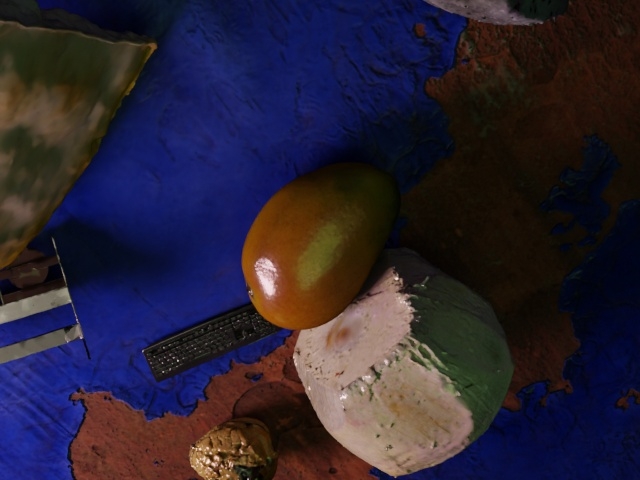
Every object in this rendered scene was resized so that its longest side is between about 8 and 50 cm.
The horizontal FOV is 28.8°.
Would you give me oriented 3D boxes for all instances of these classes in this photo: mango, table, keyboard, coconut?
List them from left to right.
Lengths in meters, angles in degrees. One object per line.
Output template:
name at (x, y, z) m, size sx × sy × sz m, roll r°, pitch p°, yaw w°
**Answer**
table at (-0.393, 0.093, 1.611) m, size 0.146 × 0.062 × 0.175 m, roll -17°, pitch 92°, yaw -12°
keyboard at (-0.152, 0.143, 1.773) m, size 0.197 × 0.015 × 0.074 m, roll -22°, pitch 126°, yaw -8°
mango at (-0.007, 0.000, 1.674) m, size 0.176 × 0.139 × 0.254 m, roll 23°, pitch 101°, yaw -33°
coconut at (0.126, 0.178, 1.745) m, size 0.255 × 0.297 × 0.297 m, roll 37°, pitch 101°, yaw -24°

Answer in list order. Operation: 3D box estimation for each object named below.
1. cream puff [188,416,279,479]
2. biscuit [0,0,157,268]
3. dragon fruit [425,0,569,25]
cream puff at (-0.126, 0.325, 1.844) m, size 0.133 × 0.104 × 0.119 m, roll 19°, pitch 117°, yaw -29°
biscuit at (-0.391, -0.099, 1.375) m, size 0.446 × 0.104 × 0.429 m, roll -57°, pitch 164°, yaw 23°
dragon fruit at (0.199, -0.395, 1.492) m, size 0.221 × 0.204 × 0.282 m, roll 16°, pitch 91°, yaw -58°
